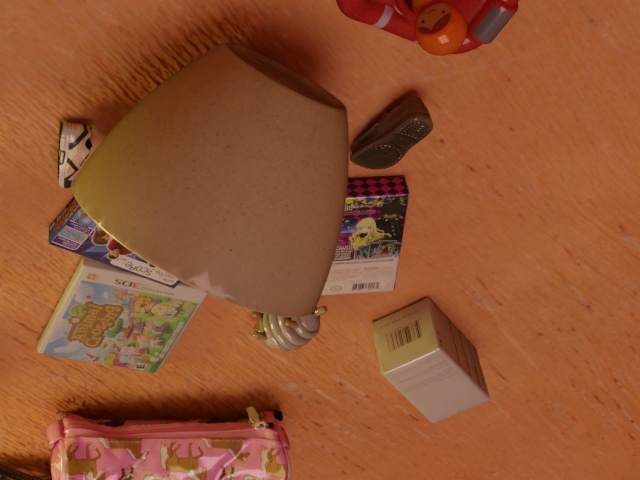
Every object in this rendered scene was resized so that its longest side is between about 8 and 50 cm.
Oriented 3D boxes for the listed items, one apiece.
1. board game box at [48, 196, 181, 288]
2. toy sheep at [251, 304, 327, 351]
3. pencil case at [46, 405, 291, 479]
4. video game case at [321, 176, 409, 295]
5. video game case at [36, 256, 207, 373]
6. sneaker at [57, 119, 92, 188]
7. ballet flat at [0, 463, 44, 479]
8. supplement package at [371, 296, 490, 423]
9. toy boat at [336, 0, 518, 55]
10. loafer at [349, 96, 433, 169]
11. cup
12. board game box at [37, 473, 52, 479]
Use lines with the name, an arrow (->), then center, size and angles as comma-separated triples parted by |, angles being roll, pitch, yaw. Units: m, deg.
board game box -> -0.251, -0.013, 1.877 | 0.201, 0.035, 0.136 | 23, 129, -32
toy sheep -> -0.046, 0.121, 2.033 | 0.132, 0.091, 0.091 | -17, 142, 33
pencil case -> -0.243, 0.351, 2.204 | 0.386, 0.167, 0.160 | -1, -179, -10
video game case -> 0.000, 0.000, 1.936 | 0.232, 0.041, 0.210 | -4, 139, -7
video game case -> -0.293, 0.114, 2.023 | 0.193, 0.023, 0.212 | 13, 134, -24
sneaker -> -0.315, -0.107, 1.754 | 0.044, 0.040, 0.109 | 1, 138, -15
ballet flat -> -0.468, 0.425, 2.265 | 0.250, 0.058, 0.084 | 22, 101, -4
supplement package -> 0.172, 0.189, 2.138 | 0.105, 0.105, 0.179 | -27, 136, 17
toy boat -> 0.127, -0.273, 1.568 | 0.231, 0.151, 0.151 | 16, 132, -27
loafer -> 0.095, -0.139, 1.795 | 0.056, 0.050, 0.148 | 27, 143, -30
cup -> -0.096, -0.095, 1.644 | 0.331, 0.331, 0.237 | 21, 104, -31
board game box -> -0.386, 0.460, 2.371 | 0.194, 0.060, 0.194 | -19, 139, 10
